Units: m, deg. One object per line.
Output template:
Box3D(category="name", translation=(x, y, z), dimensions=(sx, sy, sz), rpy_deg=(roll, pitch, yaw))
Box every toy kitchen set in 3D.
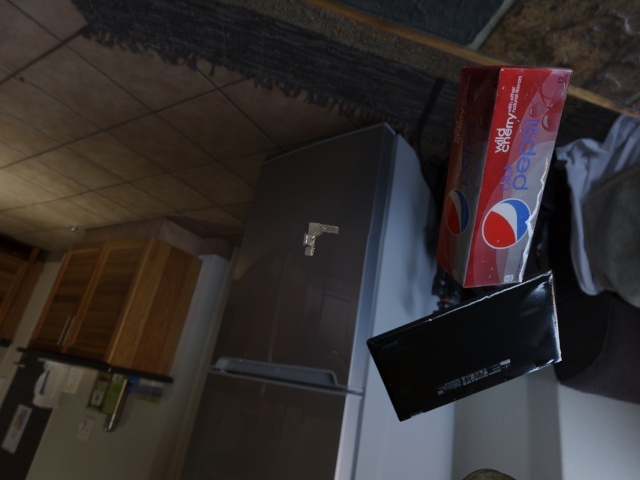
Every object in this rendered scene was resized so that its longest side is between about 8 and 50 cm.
Box3D(category="toy kitchen set", translation=(0.000, 0.000, 1.041), dimensions=(0.075, 0.084, 0.068), rpy_deg=(9, 177, 9))

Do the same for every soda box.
Box3D(category="soda box", translation=(0.217, -0.077, 0.520), dimensions=(0.092, 0.264, 0.083), rpy_deg=(-3, -157, -11))

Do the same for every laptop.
Box3D(category="laptop", translation=(0.314, 0.233, 0.977), dimensions=(0.381, 0.236, 0.408), rpy_deg=(-22, 120, 2))

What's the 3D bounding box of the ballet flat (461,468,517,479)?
Box3D(category="ballet flat", translation=(0.112, 0.391, 0.507), dimensions=(0.348, 0.123, 0.123), rpy_deg=(-23, 158, -8))
